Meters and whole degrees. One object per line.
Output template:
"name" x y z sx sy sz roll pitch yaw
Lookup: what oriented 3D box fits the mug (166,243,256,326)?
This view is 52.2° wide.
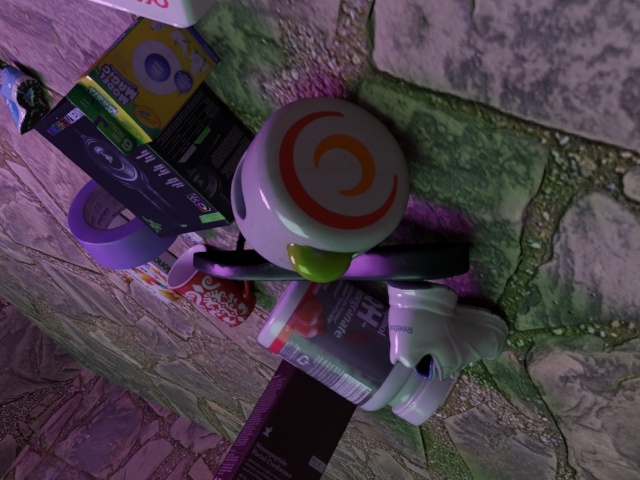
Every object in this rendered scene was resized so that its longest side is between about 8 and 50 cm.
"mug" -0.214 0.103 1.374 0.150 0.113 0.169 -1 142 49

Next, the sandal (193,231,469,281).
"sandal" 0.002 0.000 0.969 0.446 0.168 0.106 -2 94 31

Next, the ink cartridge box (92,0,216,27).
"ink cartridge box" -0.195 -0.353 0.582 0.199 0.114 0.272 22 151 19

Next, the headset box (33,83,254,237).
"headset box" -0.242 -0.136 0.977 0.283 0.131 0.246 45 151 -26

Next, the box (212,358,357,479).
"box" -0.073 0.461 1.526 0.191 0.381 0.143 37 150 -11

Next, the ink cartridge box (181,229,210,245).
"ink cartridge box" -0.278 -0.040 1.286 0.115 0.029 0.063 40 152 -16

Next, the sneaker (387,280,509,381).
"sneaker" 0.180 0.145 0.962 0.111 0.129 0.297 2 165 43

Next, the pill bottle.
"pill bottle" 0.065 0.185 1.144 0.319 0.176 0.176 33 153 -2

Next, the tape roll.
"tape roll" -0.346 -0.046 1.172 0.189 0.189 0.080 17 149 27

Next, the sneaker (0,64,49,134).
"sneaker" -0.539 -0.257 1.180 0.073 0.063 0.162 45 148 8

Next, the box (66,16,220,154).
"box" -0.211 -0.197 0.788 0.043 0.179 0.105 -3 137 49

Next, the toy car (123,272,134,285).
"toy car" -0.500 0.104 1.744 0.060 0.040 0.122 30 153 4

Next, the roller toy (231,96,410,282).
"roller toy" -0.003 -0.063 0.789 0.191 0.209 0.146 50 152 -1

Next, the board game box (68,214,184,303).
"board game box" -0.441 0.033 1.551 0.305 0.053 0.193 40 152 -16
